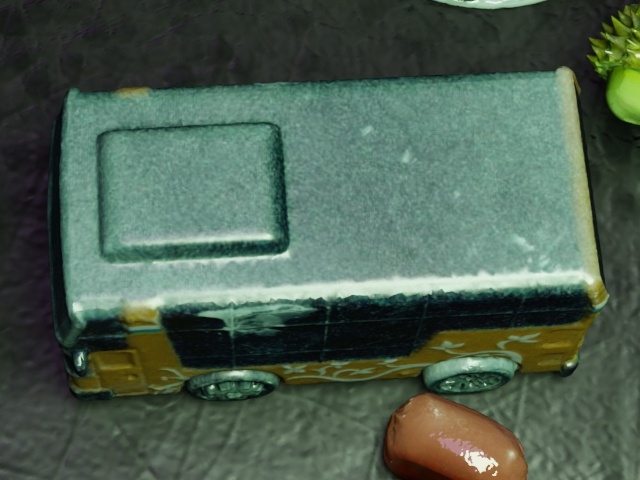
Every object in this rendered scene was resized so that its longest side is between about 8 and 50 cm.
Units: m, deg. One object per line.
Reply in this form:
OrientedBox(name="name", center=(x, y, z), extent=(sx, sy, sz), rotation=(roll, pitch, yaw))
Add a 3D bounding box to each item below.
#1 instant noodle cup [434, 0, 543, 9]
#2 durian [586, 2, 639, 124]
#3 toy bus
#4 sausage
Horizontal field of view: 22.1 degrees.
OrientedBox(name="instant noodle cup", center=(0.130, -0.343, 1.058), extent=(0.284, 0.312, 0.284), rotation=(1, 69, -3))
OrientedBox(name="durian", center=(0.300, -0.094, 1.029), extent=(0.176, 0.200, 0.237), rotation=(-48, 67, 6))
OrientedBox(name="toy bus", center=(0.000, 0.000, 0.984), extent=(0.323, 0.194, 0.162), rotation=(-3, 70, -4))
OrientedBox(name="sausage", center=(0.085, 0.130, 1.009), extent=(0.094, 0.059, 0.054), rotation=(24, 57, 12))
